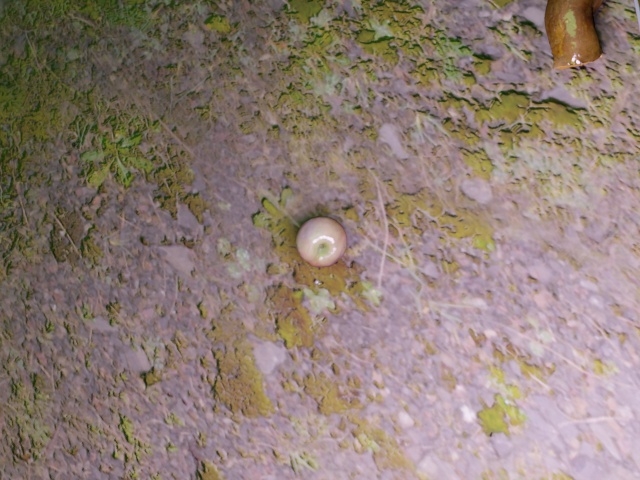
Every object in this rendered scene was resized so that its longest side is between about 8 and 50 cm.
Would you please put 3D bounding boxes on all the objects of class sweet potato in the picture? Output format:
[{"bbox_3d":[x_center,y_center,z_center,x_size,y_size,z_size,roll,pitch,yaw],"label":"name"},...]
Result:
[{"bbox_3d":[0.416,-0.384,1.645,0.112,0.085,0.286,24,77,18],"label":"sweet potato"}]

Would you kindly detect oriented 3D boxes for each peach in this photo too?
[{"bbox_3d":[0.002,0.001,1.683,0.083,0.083,0.083,-11,63,23],"label":"peach"}]

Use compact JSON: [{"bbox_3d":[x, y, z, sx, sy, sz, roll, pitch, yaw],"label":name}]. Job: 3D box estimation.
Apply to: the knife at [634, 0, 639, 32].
[{"bbox_3d":[0.500,-0.411,1.645,0.061,0.027,0.343,-11,64,18],"label":"knife"}]
